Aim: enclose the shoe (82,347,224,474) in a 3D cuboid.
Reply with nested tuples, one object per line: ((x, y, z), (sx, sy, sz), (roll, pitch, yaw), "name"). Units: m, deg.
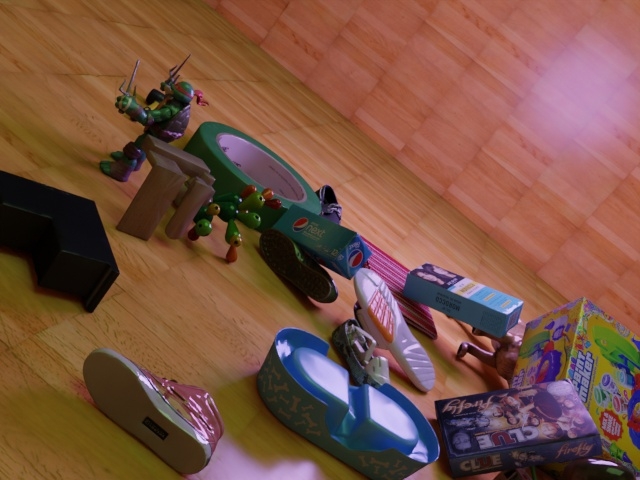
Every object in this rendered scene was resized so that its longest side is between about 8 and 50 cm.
((-0.186, 0.181, 0.869), (0.178, 0.063, 0.081), (44, 16, -2), "shoe")

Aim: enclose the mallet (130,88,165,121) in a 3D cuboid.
((-0.369, -0.285, 1.692), (0.062, 0.039, 0.189), (31, 23, -12), "mallet")

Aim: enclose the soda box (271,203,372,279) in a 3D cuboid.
((0.000, 0.000, 1.487), (0.210, 0.071, 0.067), (26, -19, 48), "soda box")

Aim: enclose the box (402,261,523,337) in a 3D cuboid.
((0.313, 0.128, 1.697), (0.244, 0.060, 0.100), (23, 26, 29), "box")

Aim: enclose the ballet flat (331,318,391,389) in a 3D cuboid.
((0.079, 0.205, 1.312), (0.070, 0.070, 0.188), (19, 26, -46), "ballet flat")

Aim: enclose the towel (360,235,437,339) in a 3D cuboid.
((0.172, 0.106, 1.791), (0.199, 0.031, 0.275), (34, 20, -21), "towel")

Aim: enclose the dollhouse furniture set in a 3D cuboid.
((-0.262, -0.080, 1.275), (0.144, 0.123, 0.151), (24, 16, -38), "dollhouse furniture set")

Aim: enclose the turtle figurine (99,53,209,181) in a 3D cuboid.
((-0.291, -0.216, 1.340), (0.118, 0.234, 0.175), (41, 18, 8), "turtle figurine")

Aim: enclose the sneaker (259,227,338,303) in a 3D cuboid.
((-0.037, 0.057, 1.469), (0.192, 0.064, 0.086), (43, 3, 28), "sneaker")

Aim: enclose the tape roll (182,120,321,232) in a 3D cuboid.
((-0.147, -0.132, 1.675), (0.321, 0.077, 0.321), (35, 18, -13), "tape roll")

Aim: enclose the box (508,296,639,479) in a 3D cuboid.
((0.536, 0.324, 1.524), (0.279, 0.177, 0.290), (34, 54, -11), "box")

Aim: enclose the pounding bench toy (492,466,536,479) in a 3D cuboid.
((0.347, 0.410, 1.299), (0.052, 0.083, 0.065), (23, 23, -41), "pounding bench toy")

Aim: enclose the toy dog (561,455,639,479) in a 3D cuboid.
((0.494, 0.458, 1.172), (0.408, 0.284, 0.395), (23, 11, -41), "toy dog")

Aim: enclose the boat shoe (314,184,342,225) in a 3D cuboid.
((0.017, -0.074, 1.869), (0.075, 0.065, 0.206), (31, 20, -24), "boat shoe")

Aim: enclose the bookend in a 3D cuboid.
((-0.353, -0.001, 0.964), (0.156, 0.072, 0.157), (20, 26, -42), "bookend")

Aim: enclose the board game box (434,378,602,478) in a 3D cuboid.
((0.327, 0.314, 1.297), (0.165, 0.243, 0.042), (-94, 173, -67), "board game box")

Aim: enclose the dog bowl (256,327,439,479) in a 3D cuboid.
((0.036, 0.246, 1.116), (0.297, 0.074, 0.166), (34, 18, -12), "dog bowl")

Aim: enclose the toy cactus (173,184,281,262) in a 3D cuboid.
((-0.184, -0.051, 1.388), (0.180, 0.112, 0.219), (20, 35, 20), "toy cactus")

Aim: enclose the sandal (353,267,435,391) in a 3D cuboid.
((0.119, 0.181, 1.454), (0.265, 0.076, 0.102), (59, 33, -2), "sandal")

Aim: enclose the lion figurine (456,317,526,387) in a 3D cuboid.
((0.438, 0.233, 1.792), (0.240, 0.142, 0.392), (22, 28, -5), "lion figurine")
